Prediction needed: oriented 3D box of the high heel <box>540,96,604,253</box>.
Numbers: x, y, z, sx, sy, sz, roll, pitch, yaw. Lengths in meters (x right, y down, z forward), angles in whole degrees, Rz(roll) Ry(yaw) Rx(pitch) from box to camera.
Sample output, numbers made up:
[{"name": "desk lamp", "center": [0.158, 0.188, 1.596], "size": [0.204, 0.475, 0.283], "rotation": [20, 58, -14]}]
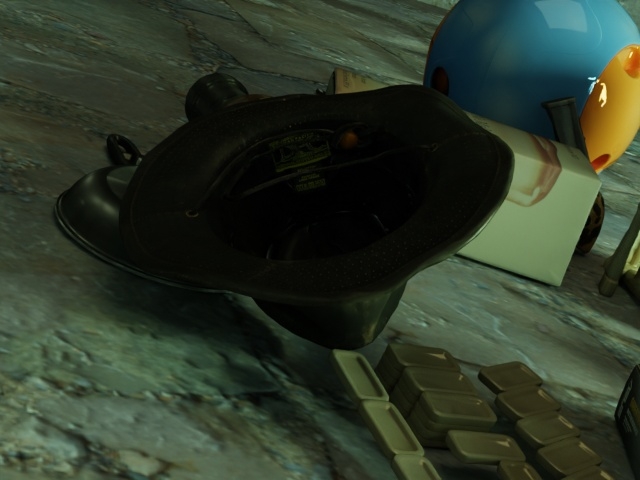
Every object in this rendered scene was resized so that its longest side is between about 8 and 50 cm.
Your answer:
[{"name": "high heel", "center": [0.198, -0.048, 1.593], "size": [0.261, 0.186, 0.093], "rotation": [-14, 9, 6]}]

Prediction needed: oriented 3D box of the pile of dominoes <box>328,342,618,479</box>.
[{"name": "pile of dominoes", "center": [0.120, 0.164, 0.955], "size": [0.196, 0.040, 0.251], "rotation": [10, 29, -30]}]

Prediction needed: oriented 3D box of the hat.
[{"name": "hat", "center": [0.000, 0.000, 1.057], "size": [0.331, 0.134, 0.331], "rotation": [-7, 30, 4]}]

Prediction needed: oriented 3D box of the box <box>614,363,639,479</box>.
[{"name": "box", "center": [0.358, 0.189, 1.061], "size": [0.231, 0.056, 0.183], "rotation": [19, 18, -3]}]

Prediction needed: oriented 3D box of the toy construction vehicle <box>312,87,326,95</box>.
[{"name": "toy construction vehicle", "center": [-0.001, -0.123, 1.554], "size": [0.098, 0.086, 0.035], "rotation": [27, 21, -21]}]

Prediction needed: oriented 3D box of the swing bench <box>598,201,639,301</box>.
[{"name": "swing bench", "center": [0.428, -0.023, 1.431], "size": [0.165, 0.253, 0.255], "rotation": [10, 20, -28]}]

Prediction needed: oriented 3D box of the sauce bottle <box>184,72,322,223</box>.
[{"name": "sauce bottle", "center": [-0.048, -0.079, 1.326], "size": [0.111, 0.111, 0.344], "rotation": [8, 22, -31]}]

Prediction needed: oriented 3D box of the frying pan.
[{"name": "frying pan", "center": [-0.127, -0.037, 1.236], "size": [0.197, 0.053, 0.326], "rotation": [20, 21, -4]}]

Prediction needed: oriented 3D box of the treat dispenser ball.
[{"name": "treat dispenser ball", "center": [0.275, -0.202, 1.735], "size": [0.288, 0.288, 0.288], "rotation": [18, 18, -6]}]

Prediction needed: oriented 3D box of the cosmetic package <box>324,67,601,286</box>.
[{"name": "cosmetic package", "center": [0.134, -0.072, 1.467], "size": [0.296, 0.129, 0.153], "rotation": [18, 17, -7]}]
